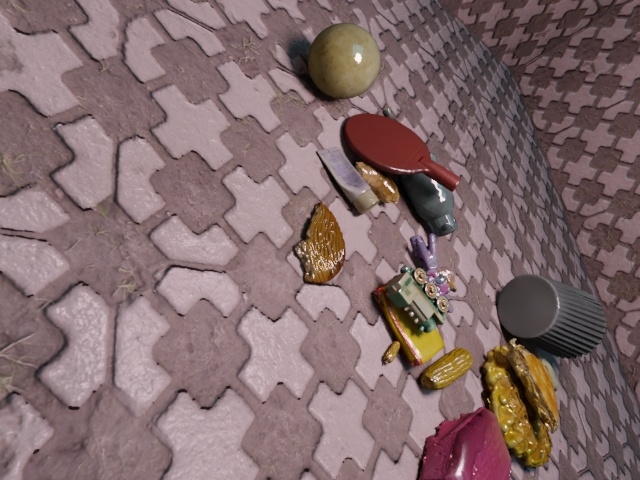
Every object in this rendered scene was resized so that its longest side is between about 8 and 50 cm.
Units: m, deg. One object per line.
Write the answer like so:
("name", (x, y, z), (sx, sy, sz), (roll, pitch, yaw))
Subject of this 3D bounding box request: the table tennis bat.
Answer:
("table tennis bat", (0.260, -0.287, 1.393), (0.415, 0.051, 0.268), (33, 49, 10))

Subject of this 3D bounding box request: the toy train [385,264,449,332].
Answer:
("toy train", (0.268, 0.165, 1.187), (0.125, 0.081, 0.194), (-42, 98, -33))

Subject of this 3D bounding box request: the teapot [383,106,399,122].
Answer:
("teapot", (0.275, -0.447, 1.637), (0.043, 0.043, 0.110), (-17, 78, -49))

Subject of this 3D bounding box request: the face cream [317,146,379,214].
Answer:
("face cream", (0.083, -0.185, 1.289), (0.224, 0.070, 0.114), (53, 38, 8))

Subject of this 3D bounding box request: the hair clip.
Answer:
("hair clip", (0.351, 0.101, 1.385), (0.137, 0.090, 0.278), (-13, 73, -14))

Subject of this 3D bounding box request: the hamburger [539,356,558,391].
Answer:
("hamburger", (0.899, 0.545, 1.734), (0.140, 0.062, 0.133), (47, 42, -14))

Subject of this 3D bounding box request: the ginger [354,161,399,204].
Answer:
("ginger", (0.177, -0.187, 1.369), (0.190, 0.069, 0.095), (42, 32, -18))

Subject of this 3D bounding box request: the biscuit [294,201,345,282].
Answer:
("biscuit", (0.001, 0.000, 1.113), (0.176, 0.031, 0.228), (8, 64, -45))

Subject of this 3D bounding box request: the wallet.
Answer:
("wallet", (0.242, 0.226, 1.226), (0.141, 0.067, 0.241), (-22, 81, -45))

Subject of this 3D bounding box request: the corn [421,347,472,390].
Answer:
("corn", (0.369, 0.377, 1.261), (0.231, 0.080, 0.080), (-12, 79, -47))

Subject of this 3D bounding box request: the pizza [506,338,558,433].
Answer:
("pizza", (0.688, 0.437, 1.436), (0.287, 0.075, 0.280), (55, 31, -7))

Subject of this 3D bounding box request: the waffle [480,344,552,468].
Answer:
("waffle", (0.681, 0.558, 1.485), (0.382, 0.095, 0.379), (35, 46, -32))

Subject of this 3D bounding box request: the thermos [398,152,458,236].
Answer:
("thermos", (0.388, -0.153, 1.529), (0.286, 0.145, 0.182), (65, 12, 0))

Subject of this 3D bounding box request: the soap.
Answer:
("soap", (0.383, 0.586, 1.126), (0.325, 0.127, 0.220), (-7, 76, -49))

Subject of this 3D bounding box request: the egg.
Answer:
("egg", (0.085, -0.560, 1.362), (0.218, 0.218, 0.295), (61, 32, -2))

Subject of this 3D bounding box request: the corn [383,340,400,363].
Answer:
("corn", (0.189, 0.298, 1.151), (0.027, 0.028, 0.083), (48, 41, 0))

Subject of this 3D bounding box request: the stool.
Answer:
("stool", (0.896, 0.293, 1.707), (0.330, 0.297, 0.297), (20, 56, -32))
